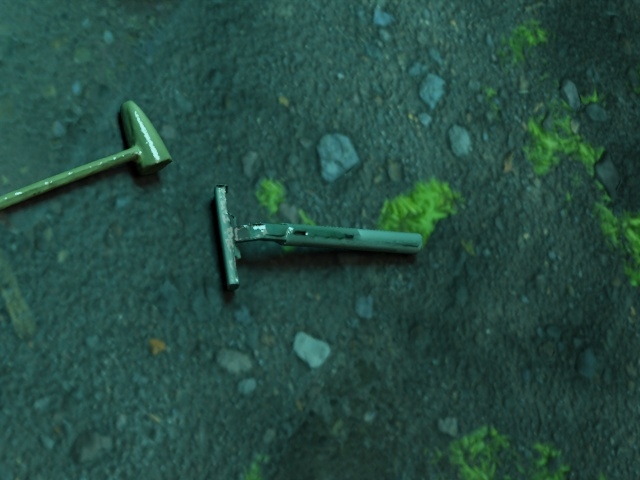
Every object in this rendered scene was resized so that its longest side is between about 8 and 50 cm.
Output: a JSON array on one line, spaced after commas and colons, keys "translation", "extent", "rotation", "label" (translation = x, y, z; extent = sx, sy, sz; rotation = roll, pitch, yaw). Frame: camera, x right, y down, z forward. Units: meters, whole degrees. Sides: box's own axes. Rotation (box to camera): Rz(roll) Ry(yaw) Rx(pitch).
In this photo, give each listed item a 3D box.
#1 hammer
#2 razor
[{"translation": [-0.200, -0.056, 1.479], "extent": [0.195, 0.028, 0.060], "rotation": [-24, 83, -40], "label": "hammer"}, {"translation": [0.005, -0.002, 1.610], "extent": [0.211, 0.036, 0.084], "rotation": [1, 74, -37], "label": "razor"}]
